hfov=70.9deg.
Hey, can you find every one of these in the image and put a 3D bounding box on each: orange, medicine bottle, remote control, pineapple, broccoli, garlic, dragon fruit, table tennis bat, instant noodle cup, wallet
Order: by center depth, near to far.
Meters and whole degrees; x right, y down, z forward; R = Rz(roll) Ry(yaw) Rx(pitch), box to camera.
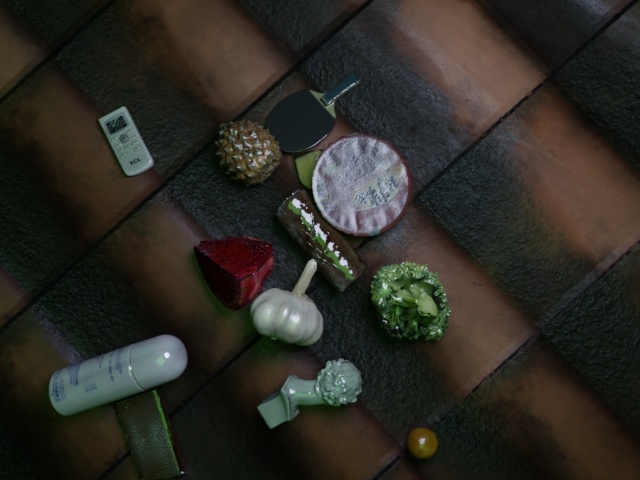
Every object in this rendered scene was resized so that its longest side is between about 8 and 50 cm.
[{"bbox_3d":[-0.074,0.147,1.151,0.199,0.199,0.225,21,91,2],"label":"garlic"},{"bbox_3d":[0.233,0.164,1.156,0.198,0.176,0.226,-34,71,-8],"label":"broccoli"},{"bbox_3d":[-0.222,0.079,1.175,0.262,0.163,0.189,27,103,42],"label":"dragon fruit"},{"bbox_3d":[0.269,0.536,1.190,0.085,0.085,0.084,0,88,2],"label":"orange"},{"bbox_3d":[-0.521,0.349,1.191,0.341,0.130,0.130,-20,88,1],"label":"medicine bottle"},{"bbox_3d":[-0.203,-0.243,1.194,0.166,0.166,0.193,-44,81,0],"label":"pineapple"},{"bbox_3d":[0.100,-0.142,1.197,0.274,0.091,0.273,0,89,-13],"label":"instant noodle cup"},{"bbox_3d":[-0.464,0.535,1.231,0.133,0.039,0.243,-21,88,7],"label":"wallet"},{"bbox_3d":[-0.016,-0.363,1.244,0.301,0.022,0.173,-39,77,-4],"label":"table tennis bat"},{"bbox_3d":[-0.544,-0.275,1.263,0.088,0.029,0.190,-26,88,1],"label":"remote control"}]

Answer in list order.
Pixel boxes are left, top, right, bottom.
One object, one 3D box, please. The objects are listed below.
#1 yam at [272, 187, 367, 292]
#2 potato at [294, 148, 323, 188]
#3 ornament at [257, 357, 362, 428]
[{"bbox_3d":[0.001,-0.001,1.193,0.131,0.131,0.279,-40,90,0],"label":"yam"},{"bbox_3d":[-0.016,-0.193,1.227,0.066,0.096,0.103,-13,99,-39],"label":"potato"},{"bbox_3d":[-0.028,0.397,1.176,0.285,0.130,0.120,-20,92,2],"label":"ornament"}]
